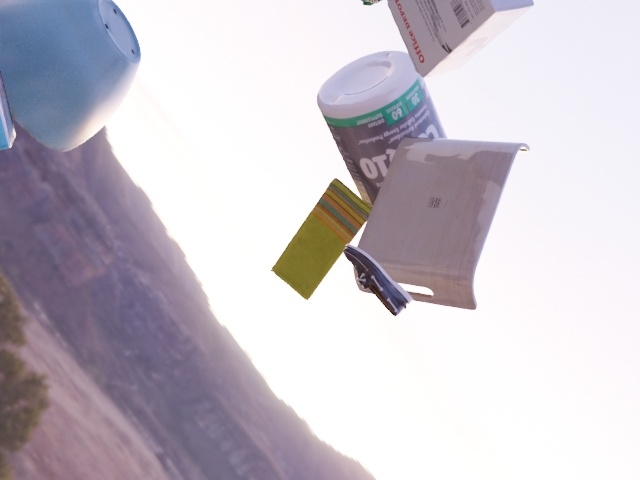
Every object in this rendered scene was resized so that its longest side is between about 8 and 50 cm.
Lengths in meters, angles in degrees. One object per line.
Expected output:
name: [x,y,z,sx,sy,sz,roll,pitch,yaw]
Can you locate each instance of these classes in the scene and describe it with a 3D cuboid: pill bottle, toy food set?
pill bottle: [0.150,-0.164,1.882,0.204,0.204,0.361,39,-19,56]
toy food set: [0.205,-0.040,1.636,0.219,0.306,0.092,8,-26,33]

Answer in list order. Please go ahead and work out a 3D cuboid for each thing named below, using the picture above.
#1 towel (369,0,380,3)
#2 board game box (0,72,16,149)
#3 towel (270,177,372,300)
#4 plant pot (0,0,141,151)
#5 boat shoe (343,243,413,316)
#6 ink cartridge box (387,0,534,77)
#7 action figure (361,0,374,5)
towel: [0.039,-0.395,1.431,0.110,0.027,0.148,49,19,12]
board game box: [-0.497,-0.254,1.368,0.336,0.079,0.254,-151,-132,-72]
towel: [0.000,0.000,1.881,0.102,0.237,0.021,41,24,13]
plant pot: [-0.434,-0.329,1.723,0.290,0.195,0.290,58,17,-29]
boat shoe: [0.075,0.057,1.391,0.125,0.038,0.046,44,-11,-9]
ink cartridge box: [0.208,-0.367,1.500,0.208,0.086,0.153,-35,-107,57]
action figure: [0.016,-0.471,1.567,0.232,0.063,0.137,51,22,-4]
